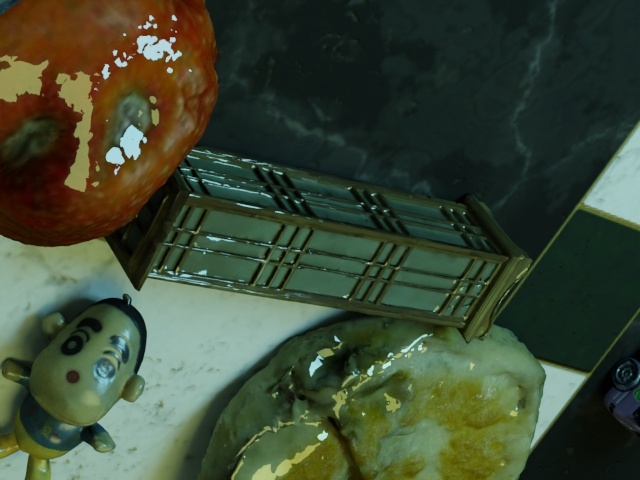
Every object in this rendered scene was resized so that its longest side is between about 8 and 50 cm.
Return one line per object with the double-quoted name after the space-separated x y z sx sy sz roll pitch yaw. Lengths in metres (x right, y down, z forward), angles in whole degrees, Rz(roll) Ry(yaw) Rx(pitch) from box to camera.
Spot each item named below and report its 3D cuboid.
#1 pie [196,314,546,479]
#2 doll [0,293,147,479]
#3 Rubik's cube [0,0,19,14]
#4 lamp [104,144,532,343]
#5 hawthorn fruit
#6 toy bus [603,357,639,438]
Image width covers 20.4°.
0.037 0.190 1.492 0.339 0.077 0.339 -18 131 -22 "pie"
-0.183 0.111 1.290 0.179 0.102 0.089 -56 175 15 "doll"
-0.178 -0.313 0.786 0.292 0.293 0.287 -36 136 2 "Rubik's cube"
0.000 0.000 1.298 0.325 0.089 0.090 10 120 -36 "lamp"
-0.137 -0.121 1.050 0.243 0.207 0.207 -42 137 -12 "hawthorn fruit"
0.348 0.119 1.598 0.178 0.098 0.087 -44 136 10 "toy bus"
